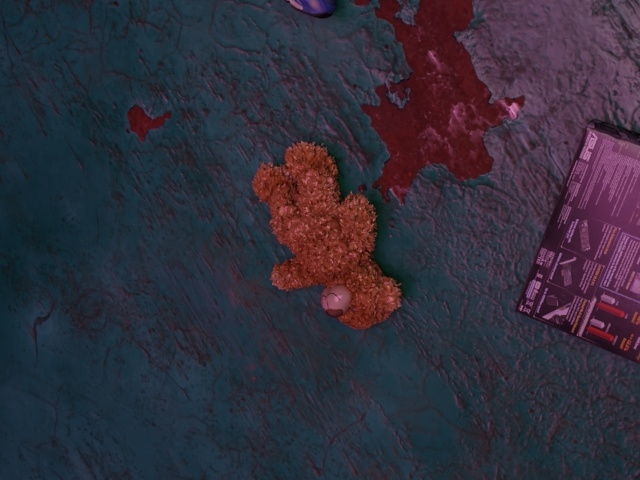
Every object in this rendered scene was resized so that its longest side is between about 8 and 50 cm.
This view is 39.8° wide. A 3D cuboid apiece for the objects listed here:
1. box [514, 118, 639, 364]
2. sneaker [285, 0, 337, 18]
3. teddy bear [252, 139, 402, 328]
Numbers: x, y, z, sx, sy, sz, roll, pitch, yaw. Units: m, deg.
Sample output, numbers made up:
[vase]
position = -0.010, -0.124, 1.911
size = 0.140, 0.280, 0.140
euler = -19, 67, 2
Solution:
[box]
position = 0.451, 0.009, 1.285
size = 0.242, 0.076, 0.307
euler = 23, 111, 19
[sneaker]
position = -0.017, -0.508, 1.350
size = 0.147, 0.130, 0.330
euler = -6, 100, 29
[teddy bear]
position = 0.000, 0.000, 1.478
size = 0.245, 0.113, 0.338
euler = -10, 98, 29
